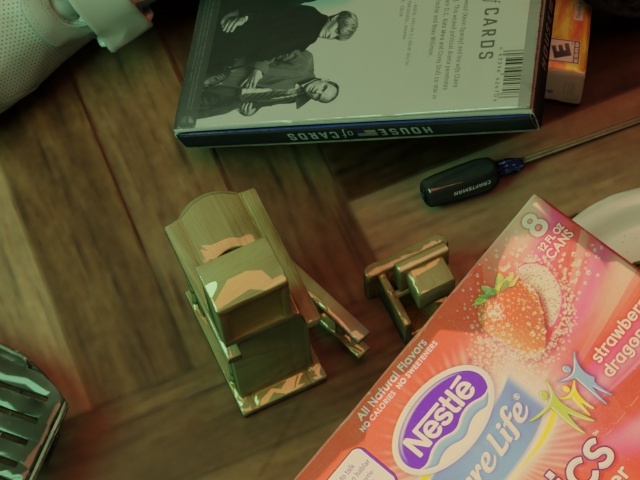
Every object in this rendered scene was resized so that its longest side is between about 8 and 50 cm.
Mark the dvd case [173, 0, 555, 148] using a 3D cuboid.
[{"bbox_3d":[0.031,-0.146,1.010,0.239,0.029,0.179,-1,65,23],"label":"dvd case"}]

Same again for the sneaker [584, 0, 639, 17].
[{"bbox_3d":[0.237,-0.227,1.076,0.235,0.084,0.097,-29,54,-29],"label":"sneaker"}]

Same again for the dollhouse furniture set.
[{"bbox_3d":[0.000,0.000,0.925,0.161,0.182,0.101,-24,68,-9],"label":"dollhouse furniture set"}]

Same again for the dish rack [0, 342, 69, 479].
[{"bbox_3d":[-0.274,0.162,0.906,0.208,0.074,0.271,16,67,17],"label":"dish rack"}]

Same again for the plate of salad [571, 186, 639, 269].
[{"bbox_3d":[0.225,0.051,0.971,0.200,0.048,0.200,0,67,1],"label":"plate of salad"}]

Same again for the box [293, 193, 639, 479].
[{"bbox_3d":[0.080,0.146,0.858,0.154,0.142,0.300,38,82,16],"label":"box"}]

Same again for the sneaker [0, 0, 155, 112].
[{"bbox_3d":[-0.105,-0.194,0.994,0.210,0.137,0.366,31,78,37],"label":"sneaker"}]

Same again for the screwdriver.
[{"bbox_3d":[0.144,-0.053,1.038,0.170,0.024,0.025,-15,96,-12],"label":"screwdriver"}]

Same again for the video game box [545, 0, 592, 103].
[{"bbox_3d":[0.095,-0.201,1.087,0.187,0.048,0.205,5,67,7],"label":"video game box"}]
